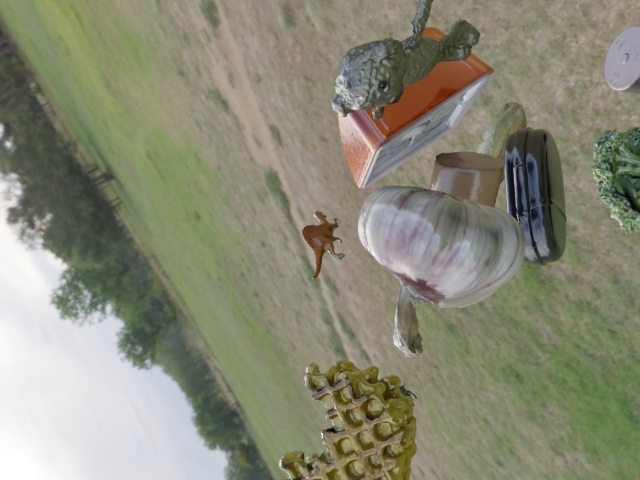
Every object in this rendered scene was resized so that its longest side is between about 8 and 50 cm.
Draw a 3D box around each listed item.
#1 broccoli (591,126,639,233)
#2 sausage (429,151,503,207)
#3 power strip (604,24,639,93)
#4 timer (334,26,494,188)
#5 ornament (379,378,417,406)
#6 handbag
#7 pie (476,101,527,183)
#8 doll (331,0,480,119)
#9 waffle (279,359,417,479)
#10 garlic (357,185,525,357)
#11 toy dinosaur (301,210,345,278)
[{"bbox_3d":[0.770,-0.132,1.366,0.260,0.288,0.235,-74,-16,-44],"label":"broccoli"},{"bbox_3d":[0.255,-0.032,1.109,0.123,0.123,0.252,40,131,52],"label":"sausage"},{"bbox_3d":[0.746,-0.423,1.391,0.154,0.078,0.154,-174,90,-78],"label":"power strip"},{"bbox_3d":[0.161,-0.228,1.109,0.161,0.257,0.250,51,170,22],"label":"timer"},{"bbox_3d":[0.164,0.352,1.361,0.125,0.073,0.028,46,174,-20],"label":"ornament"},{"bbox_3d":[0.473,-0.099,1.300,0.254,0.093,0.308,11,-105,-59],"label":"handbag"},{"bbox_3d":[0.544,-0.267,1.844,0.075,0.337,0.337,27,150,28],"label":"pie"},{"bbox_3d":[0.126,-0.245,0.838,0.091,0.203,0.286,51,-157,8],"label":"doll"},{"bbox_3d":[0.059,0.417,1.211,0.261,0.151,0.324,22,104,33],"label":"waffle"},{"bbox_3d":[0.159,0.049,0.872,0.245,0.253,0.245,18,169,4],"label":"garlic"},{"bbox_3d":[0.001,-0.001,1.525,0.142,0.212,0.057,44,125,7],"label":"toy dinosaur"}]
